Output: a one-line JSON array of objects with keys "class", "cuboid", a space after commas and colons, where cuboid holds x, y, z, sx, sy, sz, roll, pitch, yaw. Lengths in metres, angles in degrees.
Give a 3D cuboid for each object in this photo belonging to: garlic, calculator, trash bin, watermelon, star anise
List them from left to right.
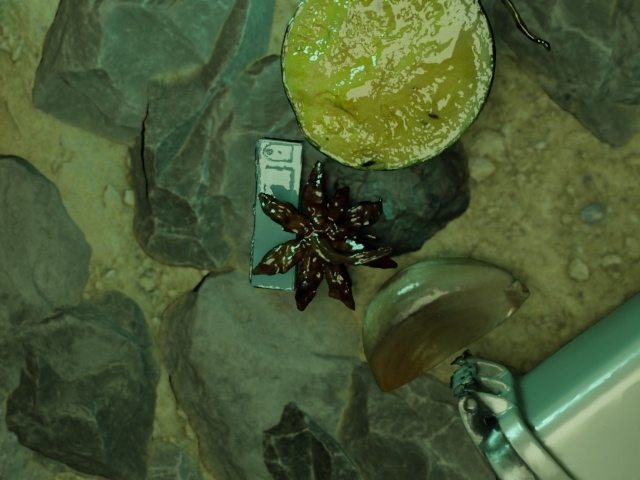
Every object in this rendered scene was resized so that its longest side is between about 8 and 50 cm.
[{"class": "calculator", "cuboid": [-0.049, -0.029, 1.094, 0.057, 0.018, 0.172, 6, 102, 13]}, {"class": "star anise", "cuboid": [0.000, 0.000, 1.056, 0.168, 0.057, 0.167, 2, 96, 17]}, {"class": "watermelon", "cuboid": [0.076, -0.183, 0.977, 0.204, 0.127, 0.232, 47, 109, 2]}, {"class": "garlic", "cuboid": [0.114, 0.073, 1.043, 0.196, 0.087, 0.101, -36, 104, 14]}, {"class": "trash bin", "cuboid": [0.335, 0.136, 0.923, 0.368, 0.256, 0.296, -44, 86, 11]}]
